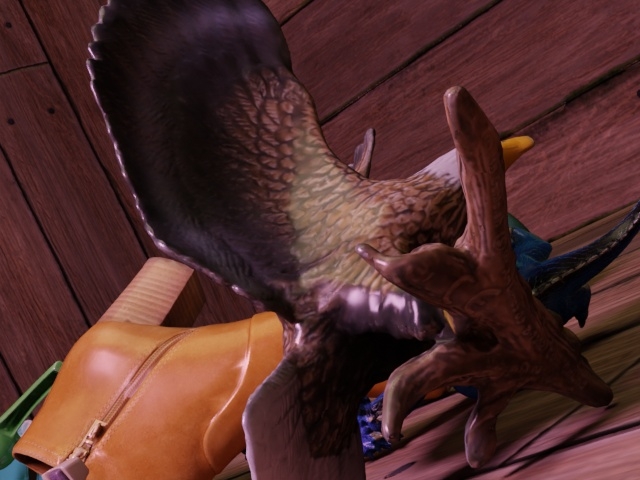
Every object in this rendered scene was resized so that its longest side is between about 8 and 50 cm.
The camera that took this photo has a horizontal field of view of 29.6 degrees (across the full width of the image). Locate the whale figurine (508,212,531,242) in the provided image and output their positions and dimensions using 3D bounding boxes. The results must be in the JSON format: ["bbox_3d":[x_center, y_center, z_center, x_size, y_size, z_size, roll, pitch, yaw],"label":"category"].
[{"bbox_3d":[0.121,0.038,1.219,0.216,0.141,0.272,-27,-3,-6],"label":"whale figurine"}]

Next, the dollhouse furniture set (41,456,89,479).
[{"bbox_3d":[-0.133,0.184,0.746,0.114,0.091,0.081,-26,14,47],"label":"dollhouse furniture set"}]

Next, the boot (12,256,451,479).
[{"bbox_3d":[-0.069,0.138,0.907,0.211,0.295,0.104,-62,-27,-27],"label":"boot"}]

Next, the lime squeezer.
[{"bbox_3d":[-0.311,0.211,1.071,0.310,0.059,0.110,-56,4,9],"label":"lime squeezer"}]

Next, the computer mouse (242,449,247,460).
[{"bbox_3d":[-0.034,0.168,1.127,0.106,0.042,0.193,-27,-3,-11],"label":"computer mouse"}]

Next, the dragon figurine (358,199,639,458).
[{"bbox_3d":[0.110,0.048,0.768,0.289,0.085,0.144,-33,-3,21],"label":"dragon figurine"}]

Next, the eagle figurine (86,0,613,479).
[{"bbox_3d":[0.009,-0.003,0.619,0.225,0.226,0.298,-4,21,-37],"label":"eagle figurine"}]

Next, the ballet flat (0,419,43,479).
[{"bbox_3d":[-0.219,0.234,1.137,0.147,0.147,0.409,-25,0,-30],"label":"ballet flat"}]
